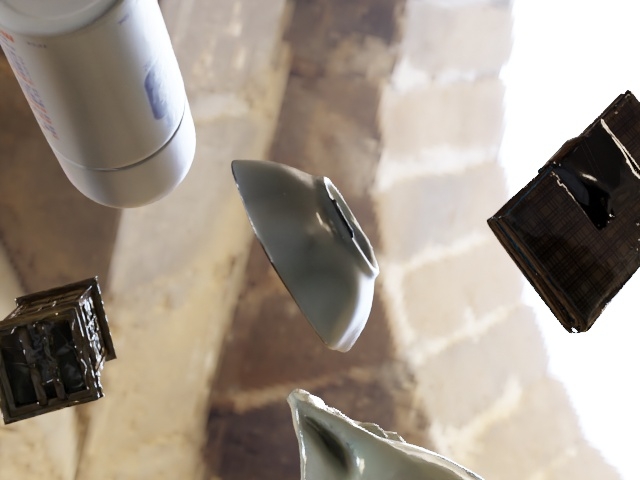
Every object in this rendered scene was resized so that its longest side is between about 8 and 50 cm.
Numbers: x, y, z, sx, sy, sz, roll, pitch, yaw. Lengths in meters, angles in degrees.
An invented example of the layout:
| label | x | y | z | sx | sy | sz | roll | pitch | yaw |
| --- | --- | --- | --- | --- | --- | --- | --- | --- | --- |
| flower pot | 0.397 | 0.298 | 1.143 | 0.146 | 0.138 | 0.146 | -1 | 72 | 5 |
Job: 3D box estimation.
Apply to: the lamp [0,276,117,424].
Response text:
| label | x | y | z | sx | sy | sz | roll | pitch | yaw |
| --- | --- | --- | --- | --- | --- | --- | --- | --- | --- |
| lamp | -0.243 | 0.095 | 1.556 | 0.090 | 0.089 | 0.325 | -14 | -176 | -3 |

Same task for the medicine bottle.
| label | x | y | z | sx | sy | sz | roll | pitch | yaw |
| --- | --- | --- | --- | --- | --- | --- | --- | --- | --- |
| medicine bottle | -0.184 | -0.137 | 1.416 | 0.130 | 0.130 | 0.341 | 18 | 158 | 13 |

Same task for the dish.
| label | x | y | z | sx | sy | sz | roll | pitch | yaw |
| --- | --- | --- | --- | --- | --- | --- | --- | --- | --- |
| dish | 0.000 | 0.000 | 1.410 | 0.066 | 0.191 | 0.191 | -29 | -166 | 7 |

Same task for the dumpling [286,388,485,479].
| label | x | y | z | sx | sy | sz | roll | pitch | yaw |
| --- | --- | --- | --- | --- | --- | --- | --- | --- | --- |
| dumpling | 0.052 | 0.176 | 0.838 | 0.229 | 0.124 | 0.151 | 66 | -172 | 22 |

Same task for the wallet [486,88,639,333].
| label | x | y | z | sx | sy | sz | roll | pitch | yaw |
| --- | --- | --- | --- | --- | --- | --- | --- | --- | --- |
| wallet | 0.238 | -0.028 | 1.426 | 0.124 | 0.042 | 0.230 | 52 | -128 | -5 |
